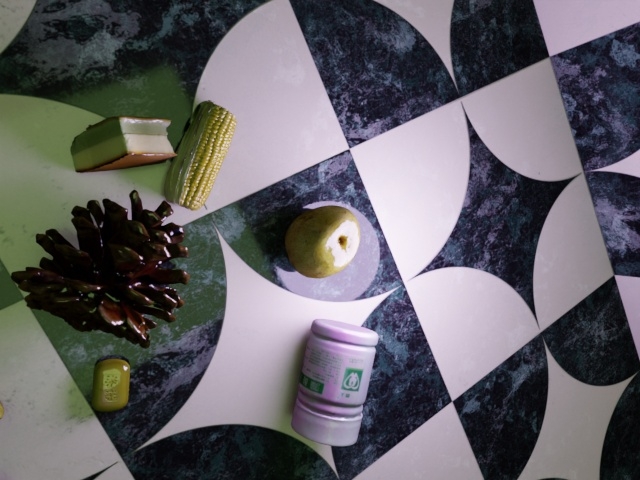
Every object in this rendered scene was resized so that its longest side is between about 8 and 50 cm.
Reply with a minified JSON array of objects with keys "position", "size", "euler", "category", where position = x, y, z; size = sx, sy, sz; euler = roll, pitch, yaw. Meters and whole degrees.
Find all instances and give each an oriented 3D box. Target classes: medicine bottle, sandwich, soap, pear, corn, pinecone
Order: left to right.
[{"position":[-0.549,0.381,1.185],"size":[0.089,0.045,0.139],"euler":[3,90,-20],"category":"soap"},{"position":[-0.473,0.043,1.058],"size":[0.385,0.384,0.383],"euler":[-1,92,-24],"category":"pinecone"},{"position":[-0.495,-0.240,1.158],"size":[0.186,0.220,0.108],"euler":[-19,99,-59],"category":"sandwich"},{"position":[-0.323,-0.230,1.226],"size":[0.124,0.122,0.305],"euler":[24,82,-15],"category":"corn"},{"position":[0.000,0.000,1.334],"size":[0.188,0.211,0.228],"euler":[52,59,-36],"category":"pear"},{"position":[0.042,0.414,1.358],"size":[0.212,0.212,0.325],"euler":[13,88,-24],"category":"medicine bottle"}]

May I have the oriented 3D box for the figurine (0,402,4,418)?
[{"position":[-0.854,0.561,1.021],"size":[0.338,0.204,0.283],"euler":[-34,112,-7],"category":"figurine"}]
